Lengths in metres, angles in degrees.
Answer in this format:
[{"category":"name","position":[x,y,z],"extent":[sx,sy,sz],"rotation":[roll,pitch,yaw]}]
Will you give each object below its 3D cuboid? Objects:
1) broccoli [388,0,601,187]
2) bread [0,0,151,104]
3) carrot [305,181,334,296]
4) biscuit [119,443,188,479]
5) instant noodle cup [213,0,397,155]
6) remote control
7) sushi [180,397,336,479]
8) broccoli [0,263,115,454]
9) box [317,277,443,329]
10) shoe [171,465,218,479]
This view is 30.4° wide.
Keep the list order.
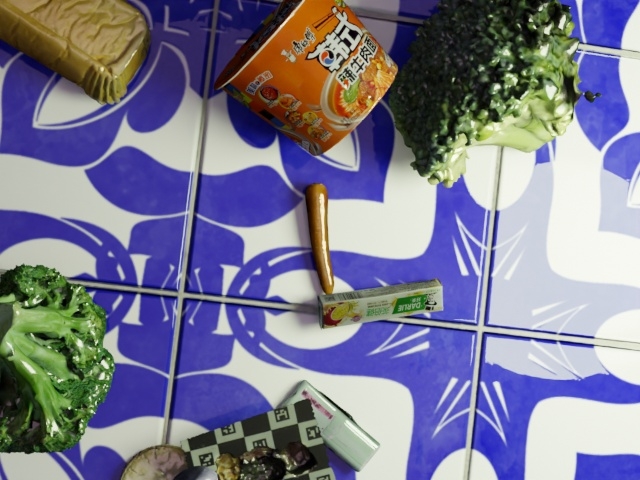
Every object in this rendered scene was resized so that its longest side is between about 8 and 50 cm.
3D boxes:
[{"category":"broccoli","position":[0.285,-0.228,1.866],"extent":[0.281,0.293,0.347],"rotation":[23,95,-45]},{"category":"bread","position":[-0.404,-0.343,1.818],"extent":[0.288,0.119,0.152],"rotation":[31,80,-8]},{"category":"carrot","position":[0.000,0.000,1.913],"extent":[0.037,0.037,0.190],"rotation":[-5,92,-10]},{"category":"biscuit","position":[-0.246,0.396,1.857],"extent":[0.152,0.020,0.152],"rotation":[0,88,-9]},{"category":"instant noodle cup","position":[-0.014,-0.266,1.828],"extent":[0.192,0.250,0.250],"rotation":[41,82,-14]},{"category":"remote control","position":[0.019,0.299,1.901],"extent":[0.166,0.029,0.065],"rotation":[41,83,-5]},{"category":"sushi","position":[-0.095,0.358,1.869],"extent":[0.215,0.050,0.192],"rotation":[-18,106,-6]},{"category":"broccoli","position":[-0.455,0.168,1.719],"extent":[0.308,0.275,0.307],"rotation":[-3,66,7]},{"category":"box","position":[0.098,0.103,1.909],"extent":[0.207,0.041,0.049],"rotation":[-8,115,-10]},{"category":"shoe","position":[-0.209,0.464,1.809],"extent":[0.138,0.095,0.245],"rotation":[31,102,-18]}]
